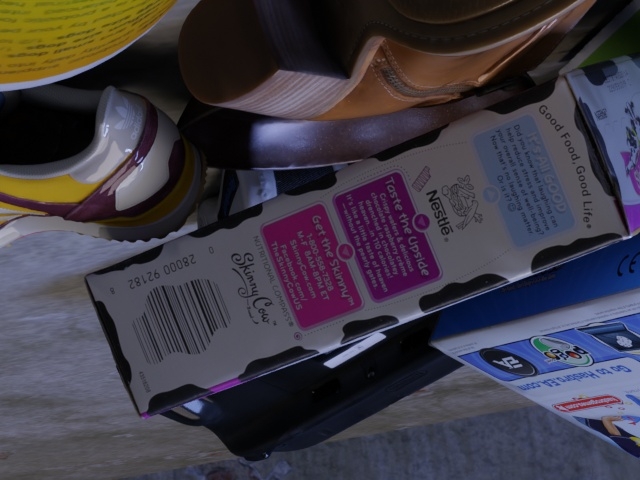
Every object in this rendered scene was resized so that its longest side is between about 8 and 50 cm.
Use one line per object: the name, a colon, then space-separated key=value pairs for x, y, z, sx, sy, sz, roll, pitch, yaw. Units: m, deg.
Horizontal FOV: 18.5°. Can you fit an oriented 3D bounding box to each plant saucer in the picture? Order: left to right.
plant saucer: x=0.013 y=-0.066 z=0.899 sx=0.168 sy=0.029 sz=0.168 roll=-8 pitch=171 yaw=-1

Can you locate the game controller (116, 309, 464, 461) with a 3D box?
game controller: x=0.011 y=0.053 z=1.272 sx=0.166 sy=0.067 sz=0.319 roll=33 pitch=134 yaw=-28

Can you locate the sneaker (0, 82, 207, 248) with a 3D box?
sneaker: x=-0.145 y=-0.036 z=0.860 sx=0.185 sy=0.069 sz=0.084 roll=-9 pitch=148 yaw=24

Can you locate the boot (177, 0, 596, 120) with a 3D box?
boot: x=0.062 y=-0.093 z=0.710 sx=0.197 sy=0.073 sz=0.152 roll=-14 pitch=174 yaw=41

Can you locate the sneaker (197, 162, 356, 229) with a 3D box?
sneaker: x=0.000 y=0.000 z=1.105 sx=0.121 sy=0.079 sz=0.217 roll=-5 pitch=168 yaw=-12

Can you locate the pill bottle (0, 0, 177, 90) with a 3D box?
pill bottle: x=-0.062 y=-0.101 z=0.391 sx=0.117 sy=0.117 sz=0.215 roll=-5 pitch=169 yaw=-19

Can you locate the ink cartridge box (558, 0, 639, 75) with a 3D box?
ink cartridge box: x=0.263 y=-0.082 z=0.892 sx=0.255 sy=0.097 sz=0.189 roll=26 pitch=165 yaw=-5

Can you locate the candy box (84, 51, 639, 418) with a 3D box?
candy box: x=0.038 y=-0.005 z=0.852 sx=0.233 sy=0.071 sz=0.159 roll=-23 pitch=180 yaw=26

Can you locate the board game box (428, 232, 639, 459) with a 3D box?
board game box: x=0.260 y=0.065 z=1.006 sx=0.302 sy=0.086 sz=0.308 roll=29 pitch=160 yaw=-18
